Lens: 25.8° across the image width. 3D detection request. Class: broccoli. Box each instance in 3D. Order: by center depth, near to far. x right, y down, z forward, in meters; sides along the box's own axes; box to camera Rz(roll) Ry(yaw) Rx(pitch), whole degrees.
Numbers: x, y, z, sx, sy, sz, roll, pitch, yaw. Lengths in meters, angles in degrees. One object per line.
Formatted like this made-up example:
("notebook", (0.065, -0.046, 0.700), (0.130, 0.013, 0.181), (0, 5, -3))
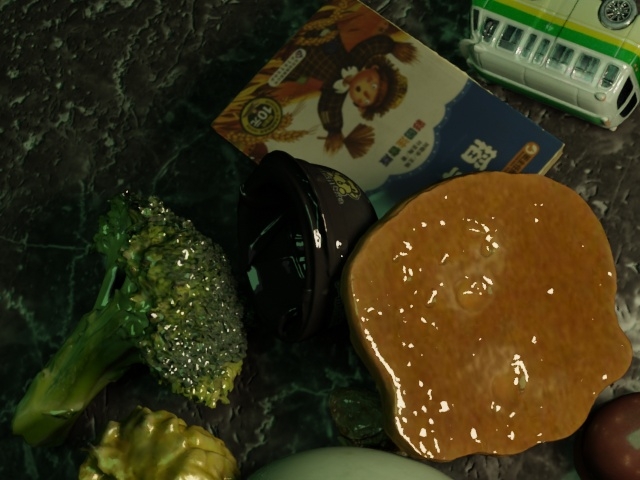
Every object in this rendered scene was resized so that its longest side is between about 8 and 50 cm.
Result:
("broccoli", (-0.264, 0.152, 1.987), (0.397, 0.275, 0.353), (-55, 18, -12))

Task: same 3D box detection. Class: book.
("book", (0.091, -0.147, 2.012), (0.428, 0.039, 0.300), (38, 77, 20))

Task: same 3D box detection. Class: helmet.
("helmet", (0.393, 0.253, 1.761), (0.175, 0.106, 0.155), (-3, 69, 24))
("helmet", (0.000, 0.000, 1.863), (0.160, 0.279, 0.230), (-8, 48, -29))

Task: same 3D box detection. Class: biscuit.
("biscuit", (0.216, 0.091, 1.794), (0.385, 0.062, 0.365), (-16, 84, -22))

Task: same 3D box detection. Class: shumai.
("shumai", (0.074, 0.267, 1.874), (0.146, 0.145, 0.116), (23, 98, 27))

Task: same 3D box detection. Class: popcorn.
("popcorn", (-0.225, 0.340, 1.886), (0.249, 0.225, 0.249), (-22, 41, 20))

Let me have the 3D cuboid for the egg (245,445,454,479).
("egg", (0.051, 0.397, 1.737), (0.389, 0.276, 0.276), (9, 74, 29))

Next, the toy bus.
("toy bus", (0.332, -0.274, 1.968), (0.276, 0.133, 0.164), (26, 81, 27))
